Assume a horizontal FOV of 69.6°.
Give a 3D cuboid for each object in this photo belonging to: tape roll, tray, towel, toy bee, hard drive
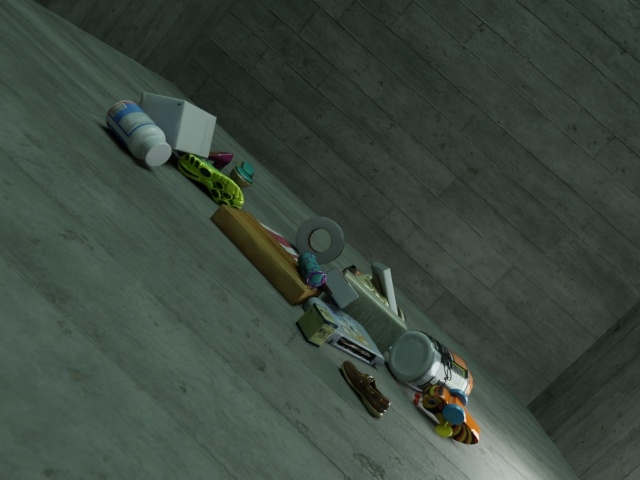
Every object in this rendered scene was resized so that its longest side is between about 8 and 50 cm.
[{"bbox_3d":[0.000,0.000,2.115,0.219,0.219,0.072,43,7,8],"label":"tape roll"},{"bbox_3d":[-0.175,0.047,1.565,0.411,0.076,0.203,45,9,16],"label":"tray"},{"bbox_3d":[-0.161,0.027,1.864,0.237,0.037,0.329,35,11,-46],"label":"towel"},{"bbox_3d":[0.402,0.537,1.520,0.195,0.162,0.298,-6,79,-59],"label":"toy bee"},{"bbox_3d":[0.288,0.261,2.027,0.203,0.040,0.307,-146,-136,-80],"label":"hard drive"}]

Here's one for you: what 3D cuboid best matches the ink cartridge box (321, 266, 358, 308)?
[{"bbox_3d":[0.058,0.167,1.601,0.127,0.072,0.175,54,-7,6],"label":"ink cartridge box"}]

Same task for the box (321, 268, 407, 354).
[{"bbox_3d":[0.166,0.270,1.757,0.311,0.148,0.121,44,8,-1],"label":"box"}]

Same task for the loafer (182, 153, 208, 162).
[{"bbox_3d":[-0.575,-0.472,2.042,0.134,0.130,0.366,-5,41,-40],"label":"loafer"}]

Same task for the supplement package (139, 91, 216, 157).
[{"bbox_3d":[-0.546,-0.431,1.752,0.176,0.177,0.293,14,5,7],"label":"supplement package"}]

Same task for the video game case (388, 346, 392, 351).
[{"bbox_3d":[0.218,0.368,1.918,0.190,0.022,0.173,42,8,-3],"label":"video game case"}]

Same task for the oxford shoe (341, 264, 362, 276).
[{"bbox_3d":[0.160,0.190,2.291,0.097,0.098,0.271,39,9,-19],"label":"oxford shoe"}]

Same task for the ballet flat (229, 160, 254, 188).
[{"bbox_3d":[-0.392,-0.305,2.239,0.123,0.123,0.348,40,12,-15],"label":"ballet flat"}]

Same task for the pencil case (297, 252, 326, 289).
[{"bbox_3d":[-0.030,0.096,1.512,0.070,0.064,0.151,21,17,-23],"label":"pencil case"}]

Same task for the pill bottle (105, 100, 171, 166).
[{"bbox_3d":[-0.583,-0.341,1.488,0.221,0.124,0.124,46,9,19],"label":"pill bottle"}]

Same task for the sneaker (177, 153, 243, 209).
[{"bbox_3d":[-0.411,-0.234,1.789,0.296,0.109,0.123,41,12,-5],"label":"sneaker"}]

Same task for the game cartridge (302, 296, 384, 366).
[{"bbox_3d":[0.076,0.297,1.520,0.297,0.062,0.198,36,14,-37],"label":"game cartridge"}]

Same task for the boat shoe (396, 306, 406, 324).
[{"bbox_3d":[0.389,0.393,2.318,0.092,0.102,0.285,36,3,-10],"label":"boat shoe"}]

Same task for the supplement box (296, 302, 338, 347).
[{"bbox_3d":[-0.011,0.238,1.299,0.056,0.083,0.083,35,11,-41],"label":"supplement box"}]

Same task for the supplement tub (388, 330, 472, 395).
[{"bbox_3d":[0.411,0.472,1.680,0.316,0.193,0.193,37,10,-33],"label":"supplement tub"}]

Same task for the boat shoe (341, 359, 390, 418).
[{"bbox_3d":[0.123,0.387,1.234,0.064,0.060,0.178,32,13,-50],"label":"boat shoe"}]

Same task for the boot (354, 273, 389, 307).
[{"bbox_3d":[0.168,0.247,1.920,0.204,0.095,0.261,4,50,-24],"label":"boot"}]

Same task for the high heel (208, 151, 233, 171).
[{"bbox_3d":[-0.532,-0.428,2.195,0.244,0.117,0.082,35,11,-40],"label":"high heel"}]
